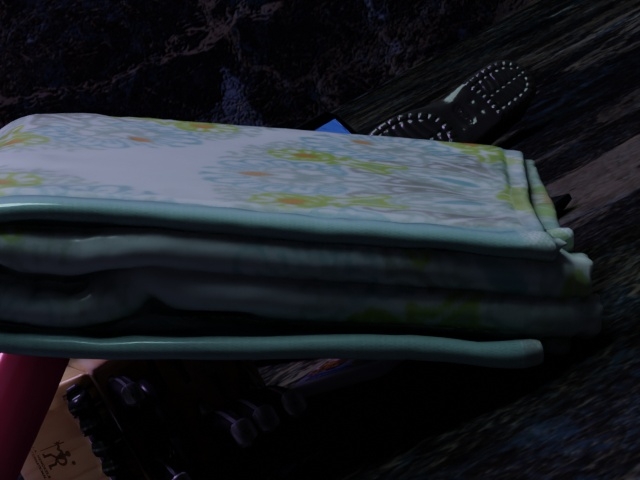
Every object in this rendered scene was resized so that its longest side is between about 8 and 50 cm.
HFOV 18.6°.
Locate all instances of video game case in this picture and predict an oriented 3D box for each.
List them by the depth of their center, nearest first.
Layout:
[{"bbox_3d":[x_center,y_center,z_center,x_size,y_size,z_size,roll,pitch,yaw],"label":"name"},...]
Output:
[{"bbox_3d":[0.046,0.066,1.287,0.087,0.011,0.122,-19,10,45],"label":"video game case"}]

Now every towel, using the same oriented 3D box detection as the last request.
[{"bbox_3d":[-0.036,-0.003,1.156,0.375,0.090,0.320,5,11,0],"label":"towel"}]

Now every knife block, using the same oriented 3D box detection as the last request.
[{"bbox_3d":[-0.079,0.090,1.271,0.242,0.088,0.276,-22,8,31],"label":"knife block"}]

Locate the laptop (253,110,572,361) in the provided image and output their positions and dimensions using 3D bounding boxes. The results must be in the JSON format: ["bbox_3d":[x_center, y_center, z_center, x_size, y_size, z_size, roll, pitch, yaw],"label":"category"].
[{"bbox_3d":[0.012,-0.017,1.506,0.234,0.136,0.264,-32,8,-27],"label":"laptop"}]

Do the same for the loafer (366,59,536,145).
[{"bbox_3d":[0.126,-0.096,1.976,0.220,0.080,0.078,-30,-25,-12],"label":"loafer"}]

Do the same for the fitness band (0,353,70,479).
[{"bbox_3d":[-0.241,0.122,1.238,0.209,0.054,0.290,-29,34,48],"label":"fitness band"}]
